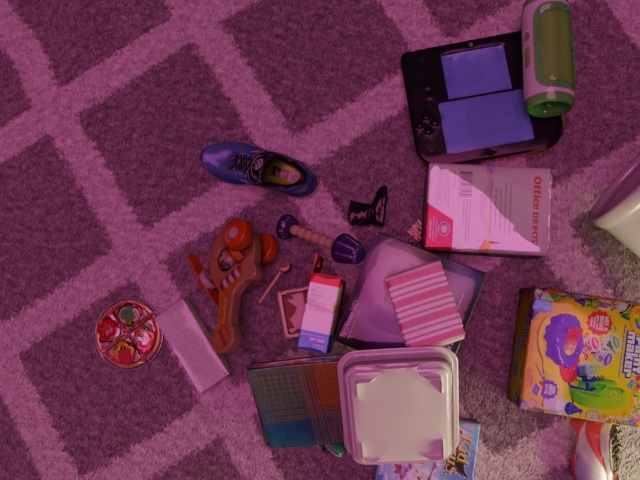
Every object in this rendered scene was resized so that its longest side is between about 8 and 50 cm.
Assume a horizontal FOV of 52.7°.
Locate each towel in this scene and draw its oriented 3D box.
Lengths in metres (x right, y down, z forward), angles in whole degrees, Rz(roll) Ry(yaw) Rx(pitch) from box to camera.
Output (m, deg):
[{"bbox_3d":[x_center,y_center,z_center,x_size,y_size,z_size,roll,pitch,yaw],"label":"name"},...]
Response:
[{"bbox_3d":[0.247,0.158,1.534,0.144,0.029,0.197,-18,80,4],"label":"towel"},{"bbox_3d":[0.022,0.394,1.591,0.370,0.040,0.272,-7,116,6],"label":"towel"}]

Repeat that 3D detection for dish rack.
[{"bbox_3d":[0.188,0.410,1.532,0.285,0.072,0.333,-4,115,5],"label":"dish rack"}]

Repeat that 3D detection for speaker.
[{"bbox_3d":[0.577,-0.472,1.644,0.131,0.131,0.297,1,78,7],"label":"speaker"}]

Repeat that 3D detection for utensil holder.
[{"bbox_3d":[0.899,-0.048,1.514,0.385,0.327,0.328,40,90,6],"label":"utensil holder"}]

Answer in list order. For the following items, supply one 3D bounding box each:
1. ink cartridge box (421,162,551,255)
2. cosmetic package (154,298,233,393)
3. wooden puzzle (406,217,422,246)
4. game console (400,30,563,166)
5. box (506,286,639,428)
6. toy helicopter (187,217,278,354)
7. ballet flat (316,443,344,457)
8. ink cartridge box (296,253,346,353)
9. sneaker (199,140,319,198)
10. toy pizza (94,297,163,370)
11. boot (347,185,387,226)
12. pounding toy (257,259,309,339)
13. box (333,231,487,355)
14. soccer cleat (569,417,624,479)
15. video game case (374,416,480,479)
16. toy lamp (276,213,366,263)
[{"bbox_3d":[0.420,-0.073,1.663,0.306,0.131,0.226,5,85,4],"label":"ink cartridge box"},{"bbox_3d":[-0.342,0.284,1.754,0.098,0.060,0.239,-33,82,4],"label":"cosmetic package"},{"bbox_3d":[0.265,-0.026,1.741,0.083,0.006,0.049,-45,82,0],"label":"wooden puzzle"},{"bbox_3d":[0.428,-0.378,1.731,0.386,0.060,0.342,-9,84,5],"label":"game console"},{"bbox_3d":[0.628,0.277,1.585,0.279,0.177,0.290,8,85,6],"label":"box"},{"bbox_3d":[-0.251,0.127,1.707,0.234,0.140,0.355,-13,63,32],"label":"toy helicopter"},{"bbox_3d":[-0.015,0.501,1.702,0.070,0.070,0.188,-40,80,1],"label":"ballet flat"},{"bbox_3d":[0.009,0.157,1.592,0.078,0.134,0.231,11,84,8],"label":"ink cartridge box"},{"bbox_3d":[-0.170,-0.205,1.739,0.329,0.147,0.130,13,86,8],"label":"sneaker"},{"bbox_3d":[-0.536,0.260,1.793,0.201,0.032,0.201,-1,84,7],"label":"toy pizza"},{"bbox_3d":[0.127,-0.093,1.747,0.099,0.045,0.121,6,83,13],"label":"boot"},{"bbox_3d":[-0.070,0.155,1.719,0.181,0.094,0.206,-12,81,6],"label":"pounding toy"},{"bbox_3d":[0.224,0.170,1.640,0.294,0.183,0.296,21,87,10],"label":"box"},{"bbox_3d":[0.675,0.591,1.597,0.116,0.108,0.318,4,98,43],"label":"soccer cleat"},{"bbox_3d":[0.267,0.577,1.655,0.244,0.061,0.270,9,85,6],"label":"video game case"},{"bbox_3d":[0.000,0.000,1.669,0.274,0.080,0.080,18,86,41],"label":"toy lamp"}]
